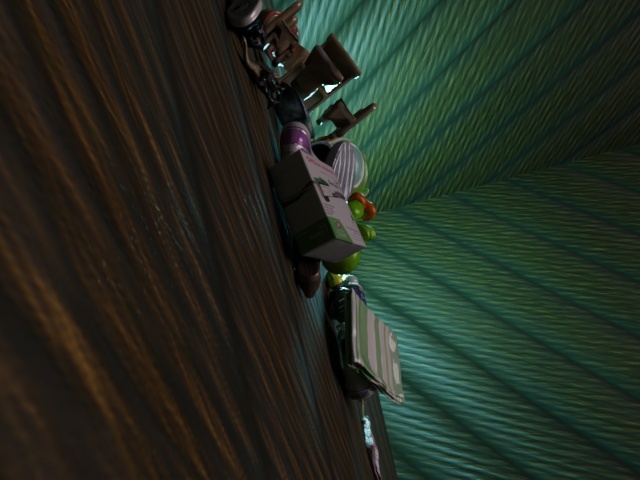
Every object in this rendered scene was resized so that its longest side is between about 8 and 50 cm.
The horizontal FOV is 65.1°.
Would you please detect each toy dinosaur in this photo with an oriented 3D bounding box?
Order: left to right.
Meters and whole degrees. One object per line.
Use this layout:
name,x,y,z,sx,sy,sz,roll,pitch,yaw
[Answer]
toy dinosaur,-0.134,-0.386,1.192,0.118,0.064,0.268,61,6,-2

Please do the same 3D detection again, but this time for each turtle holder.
turtle holder,0.023,-0.216,1.756,0.320,0.243,0.227,-65,155,0

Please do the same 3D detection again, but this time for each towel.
towel,0.182,0.715,1.725,0.197,0.029,0.144,-81,156,-79
towel,0.158,0.309,1.447,0.325,0.038,0.248,46,33,-42

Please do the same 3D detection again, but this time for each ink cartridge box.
ink cartridge box,-0.006,-0.071,1.101,0.160,0.092,0.219,15,50,-61

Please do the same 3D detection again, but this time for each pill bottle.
pill bottle,0.126,0.238,2.041,0.112,0.112,0.187,71,6,-45

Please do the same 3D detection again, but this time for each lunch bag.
lunch bag,-0.086,-0.397,1.556,0.129,0.096,0.151,61,13,-71

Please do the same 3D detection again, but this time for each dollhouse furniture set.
dollhouse furniture set,0.018,-0.538,1.574,0.362,0.256,0.394,50,-2,-12

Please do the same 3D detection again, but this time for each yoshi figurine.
yoshi figurine,0.061,-0.008,1.472,0.362,0.203,0.204,-48,151,-62

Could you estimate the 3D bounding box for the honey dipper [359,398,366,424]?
honey dipper,0.144,0.577,1.734,0.161,0.030,0.030,-81,156,-68

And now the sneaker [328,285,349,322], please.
sneaker,0.062,0.194,1.614,0.108,0.100,0.271,62,-3,18

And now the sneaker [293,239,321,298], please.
sneaker,-0.031,0.054,1.137,0.188,0.066,0.071,-87,180,-58

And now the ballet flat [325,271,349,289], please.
ballet flat,0.057,0.135,1.808,0.077,0.077,0.231,59,4,8

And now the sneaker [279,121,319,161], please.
sneaker,-0.054,-0.166,1.352,0.282,0.102,0.161,60,25,-58

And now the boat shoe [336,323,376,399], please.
boat shoe,0.105,0.314,1.544,0.367,0.135,0.156,-67,140,-67

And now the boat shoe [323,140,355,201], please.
boat shoe,0.010,-0.111,1.266,0.109,0.094,0.302,31,69,-51

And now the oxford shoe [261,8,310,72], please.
oxford shoe,-0.155,-0.695,1.737,0.146,0.140,0.397,45,4,11

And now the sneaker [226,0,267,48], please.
sneaker,-0.153,-0.479,1.122,0.217,0.079,0.121,-101,173,-49
